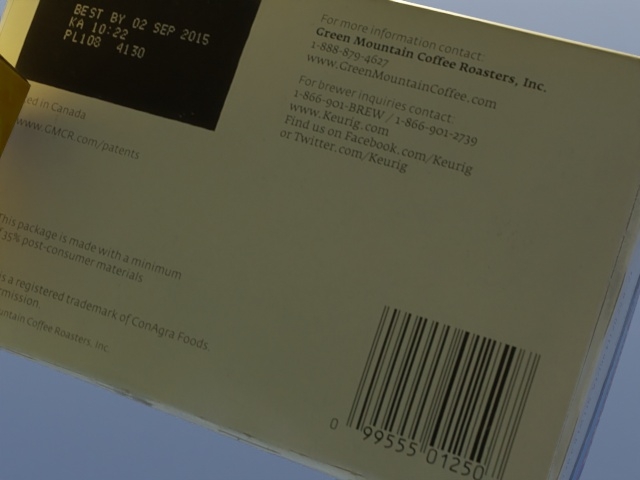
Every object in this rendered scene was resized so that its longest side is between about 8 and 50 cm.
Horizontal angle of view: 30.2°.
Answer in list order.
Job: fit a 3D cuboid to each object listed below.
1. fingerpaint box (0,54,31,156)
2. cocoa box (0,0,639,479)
[{"bbox_3d":[-0.395,0.063,0.539,0.444,0.163,0.371,-9,-129,33],"label":"fingerpaint box"},{"bbox_3d":[0.000,0.000,0.667,0.347,0.228,0.231,17,-97,17],"label":"cocoa box"}]
